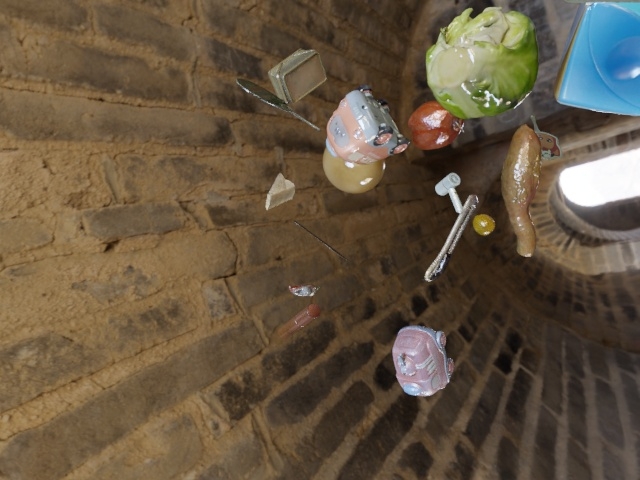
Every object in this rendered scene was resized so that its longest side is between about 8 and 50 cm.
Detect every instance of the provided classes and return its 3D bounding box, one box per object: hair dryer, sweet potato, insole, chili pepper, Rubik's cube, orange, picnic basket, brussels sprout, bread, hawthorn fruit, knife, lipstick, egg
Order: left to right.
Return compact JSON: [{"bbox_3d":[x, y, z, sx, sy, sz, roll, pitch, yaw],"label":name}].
[{"bbox_3d":[-0.184,-0.195,1.605,0.152,0.105,0.077,-28,-33,-43],"label":"bread"},{"bbox_3d":[-0.091,0.323,1.591,0.057,0.357,0.057,11,-119,-20],"label":"lipstick"},{"bbox_3d":[-0.112,-0.818,2.021,0.266,0.139,0.165,-42,-43,-16],"label":"picnic basket"},{"bbox_3d":[-0.064,0.201,1.637,0.153,0.041,0.050,9,-94,-46],"label":"chili pepper"},{"bbox_3d":[0.000,0.000,1.511,0.253,0.005,0.086,37,-176,0],"label":"insole"},{"bbox_3d":[0.168,-0.382,1.995,0.301,0.301,0.374,48,-179,-34],"label":"egg"},{"bbox_3d":[0.515,-0.494,1.743,0.210,0.262,0.211,-11,-72,-37],"label":"hawthorn fruit"},{"bbox_3d":[0.441,-0.147,1.356,0.047,0.082,0.138,-12,-107,-23],"label":"hair dryer"},{"bbox_3d":[0.486,-0.001,1.490,0.089,0.043,0.366,17,-78,-53],"label":"knife"},{"bbox_3d":[0.505,-0.532,1.257,0.371,0.275,0.315,-28,-47,-27],"label":"brussels sprout"},{"bbox_3d":[0.698,-0.070,1.736,0.085,0.085,0.095,9,-143,-53],"label":"orange"},{"bbox_3d":[0.585,-0.139,1.183,0.109,0.109,0.386,-21,-69,-55],"label":"sweet potato"},{"bbox_3d":[1.016,-0.639,1.361,0.347,0.351,0.353,-49,-35,-48],"label":"Rubik's cube"}]

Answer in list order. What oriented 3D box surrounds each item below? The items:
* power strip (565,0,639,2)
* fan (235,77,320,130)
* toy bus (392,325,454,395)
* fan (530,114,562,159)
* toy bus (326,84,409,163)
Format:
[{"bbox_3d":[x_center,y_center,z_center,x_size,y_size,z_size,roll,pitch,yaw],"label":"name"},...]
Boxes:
[{"bbox_3d":[0.485,-0.390,0.615,0.080,0.226,0.029,-9,-65,-59],"label":"power strip"},{"bbox_3d":[-0.151,-0.463,1.339,0.294,0.012,0.223,19,-156,-33],"label":"fan"},{"bbox_3d":[0.403,0.508,1.671,0.231,0.197,0.295,-36,-66,-45],"label":"toy bus"},{"bbox_3d":[0.787,-0.373,1.457,0.009,0.131,0.220,97,174,-59],"label":"fan"},{"bbox_3d":[0.140,-0.362,1.368,0.287,0.232,0.194,1,-116,-56],"label":"toy bus"}]
